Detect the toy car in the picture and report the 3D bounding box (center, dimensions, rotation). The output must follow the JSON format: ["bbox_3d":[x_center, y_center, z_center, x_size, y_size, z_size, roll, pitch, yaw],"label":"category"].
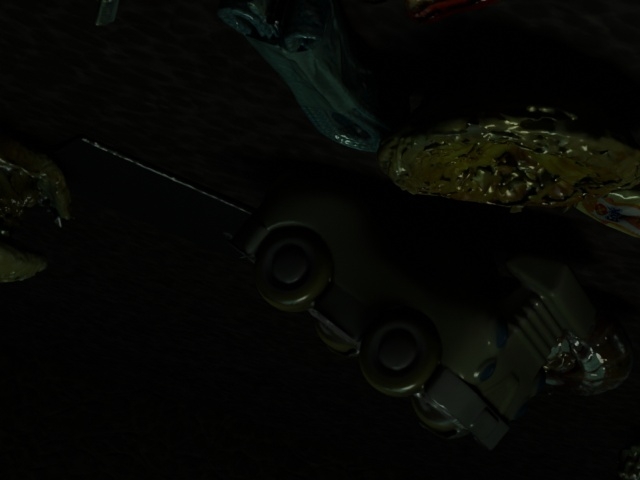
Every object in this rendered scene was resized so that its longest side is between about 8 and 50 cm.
[{"bbox_3d":[0.098,0.048,1.810,0.336,0.226,0.242,39,178,28],"label":"toy car"}]

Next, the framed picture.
[{"bbox_3d":[-0.197,-0.048,2.096,0.324,0.013,0.244,23,165,-23],"label":"framed picture"}]

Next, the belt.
[{"bbox_3d":[0.004,-0.153,1.368,0.087,0.072,0.302,15,168,23],"label":"belt"}]

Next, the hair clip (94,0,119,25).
[{"bbox_3d":[-0.169,-0.226,1.342,0.049,0.049,0.173,19,160,-10],"label":"hair clip"}]

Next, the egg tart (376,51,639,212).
[{"bbox_3d":[0.159,-0.088,1.395,0.232,0.098,0.252,4,167,13],"label":"egg tart"}]

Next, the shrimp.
[{"bbox_3d":[0.228,0.116,2.031,0.343,0.116,0.145,8,140,40],"label":"shrimp"}]

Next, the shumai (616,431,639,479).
[{"bbox_3d":[0.545,0.374,2.583,0.184,0.141,0.184,18,168,4],"label":"shumai"}]

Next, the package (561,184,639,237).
[{"bbox_3d":[0.288,-0.033,1.572,0.121,0.031,0.108,14,165,11],"label":"package"}]

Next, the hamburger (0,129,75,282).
[{"bbox_3d":[-0.450,-0.062,2.002,0.288,0.167,0.192,21,165,3],"label":"hamburger"}]

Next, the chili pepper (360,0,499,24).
[{"bbox_3d":[0.110,-0.192,1.160,0.050,0.059,0.268,-20,-172,-37],"label":"chili pepper"}]
